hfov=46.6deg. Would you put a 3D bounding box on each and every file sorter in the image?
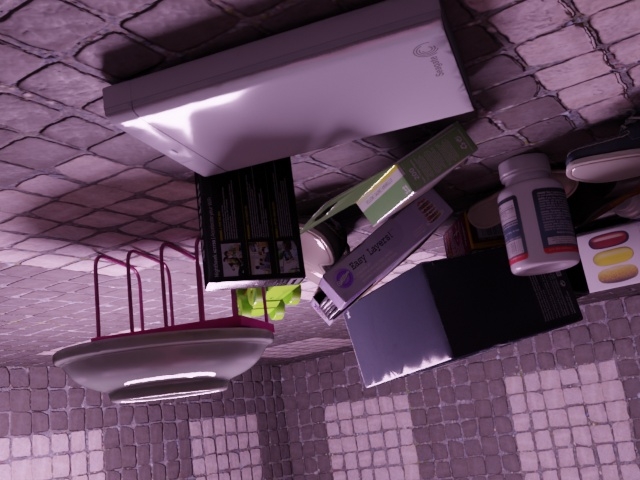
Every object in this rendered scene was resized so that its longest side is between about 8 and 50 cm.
[{"bbox_3d":[-0.263,0.103,1.425,0.290,0.182,0.202,-10,167,11],"label":"file sorter"}]

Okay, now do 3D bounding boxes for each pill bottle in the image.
[{"bbox_3d":[0.341,-0.042,1.186,0.107,0.180,0.108,-7,166,-2],"label":"pill bottle"},{"bbox_3d":[0.599,-0.074,1.426,0.120,0.067,0.067,7,160,-45],"label":"pill bottle"}]

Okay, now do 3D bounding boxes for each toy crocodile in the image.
[{"bbox_3d":[-0.129,0.120,1.762,0.115,0.105,0.340,-1,160,-22],"label":"toy crocodile"}]

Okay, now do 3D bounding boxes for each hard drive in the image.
[{"bbox_3d":[-0.022,-0.156,0.821,0.352,0.047,0.233,-13,165,16],"label":"hard drive"}]

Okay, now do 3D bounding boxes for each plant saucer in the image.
[{"bbox_3d":[-0.280,0.237,1.367,0.400,0.101,0.400,-6,167,-1],"label":"plant saucer"}]

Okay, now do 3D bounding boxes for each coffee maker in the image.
[{"bbox_3d":[0.517,0.041,1.608,0.171,0.178,0.120,-5,166,-10],"label":"coffee maker"}]

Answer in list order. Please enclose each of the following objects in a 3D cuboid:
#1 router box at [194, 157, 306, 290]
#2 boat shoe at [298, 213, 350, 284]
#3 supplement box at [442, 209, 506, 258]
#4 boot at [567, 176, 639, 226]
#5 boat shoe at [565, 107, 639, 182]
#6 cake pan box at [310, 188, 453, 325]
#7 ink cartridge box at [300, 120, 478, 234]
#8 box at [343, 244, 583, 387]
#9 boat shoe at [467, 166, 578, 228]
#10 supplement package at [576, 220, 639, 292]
[{"bbox_3d":[-0.098,-0.026,1.018,0.133,0.179,0.046,-2,163,-17],"label":"router box"},{"bbox_3d":[0.000,0.000,1.395,0.112,0.096,0.335,27,165,10],"label":"boat shoe"},{"bbox_3d":[0.328,-0.004,1.525,0.104,0.081,0.188,-7,165,-7],"label":"supplement box"},{"bbox_3d":[0.572,-0.117,1.278,0.280,0.096,0.264,-13,159,-10],"label":"boot"},{"bbox_3d":[0.472,-0.145,1.061,0.254,0.079,0.095,-12,163,8],"label":"boat shoe"},{"bbox_3d":[0.098,0.037,1.345,0.266,0.070,0.246,-39,170,-16],"label":"cake pan box"},{"bbox_3d":[0.087,-0.062,1.032,0.235,0.056,0.171,-34,176,-22],"label":"ink cartridge box"},{"bbox_3d":[0.265,0.147,1.469,0.312,0.179,0.343,-10,165,-26],"label":"box"},{"bbox_3d":[0.354,-0.087,1.309,0.206,0.075,0.065,-25,-158,35],"label":"boat shoe"},{"bbox_3d":[0.659,0.039,1.717,0.244,0.139,0.133,-17,177,30],"label":"supplement package"}]
